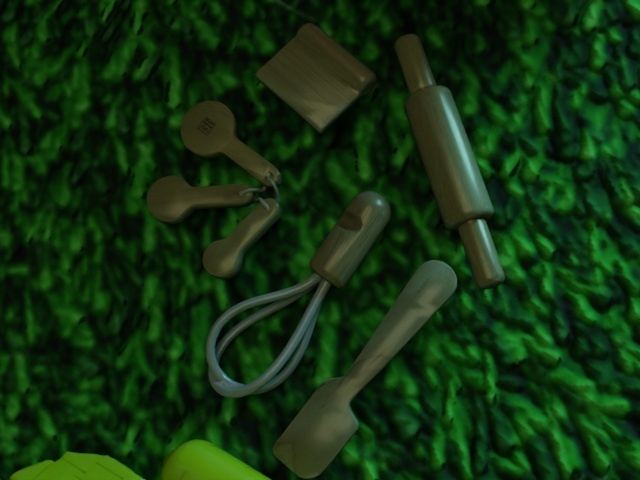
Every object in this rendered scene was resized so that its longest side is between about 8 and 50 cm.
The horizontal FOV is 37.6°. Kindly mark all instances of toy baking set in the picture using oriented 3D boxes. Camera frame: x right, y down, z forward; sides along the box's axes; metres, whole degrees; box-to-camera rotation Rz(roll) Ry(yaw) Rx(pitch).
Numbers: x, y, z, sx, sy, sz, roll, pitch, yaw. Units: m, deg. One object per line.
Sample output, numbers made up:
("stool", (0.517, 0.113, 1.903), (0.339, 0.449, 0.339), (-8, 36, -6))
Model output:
("toy baking set", (0.006, -0.004, 0.556), (0.196, 0.030, 0.256), (-24, 72, 8))

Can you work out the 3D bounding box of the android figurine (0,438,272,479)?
("android figurine", (-0.110, 0.197, 0.454), (0.272, 0.056, 0.248), (24, 44, 27))
